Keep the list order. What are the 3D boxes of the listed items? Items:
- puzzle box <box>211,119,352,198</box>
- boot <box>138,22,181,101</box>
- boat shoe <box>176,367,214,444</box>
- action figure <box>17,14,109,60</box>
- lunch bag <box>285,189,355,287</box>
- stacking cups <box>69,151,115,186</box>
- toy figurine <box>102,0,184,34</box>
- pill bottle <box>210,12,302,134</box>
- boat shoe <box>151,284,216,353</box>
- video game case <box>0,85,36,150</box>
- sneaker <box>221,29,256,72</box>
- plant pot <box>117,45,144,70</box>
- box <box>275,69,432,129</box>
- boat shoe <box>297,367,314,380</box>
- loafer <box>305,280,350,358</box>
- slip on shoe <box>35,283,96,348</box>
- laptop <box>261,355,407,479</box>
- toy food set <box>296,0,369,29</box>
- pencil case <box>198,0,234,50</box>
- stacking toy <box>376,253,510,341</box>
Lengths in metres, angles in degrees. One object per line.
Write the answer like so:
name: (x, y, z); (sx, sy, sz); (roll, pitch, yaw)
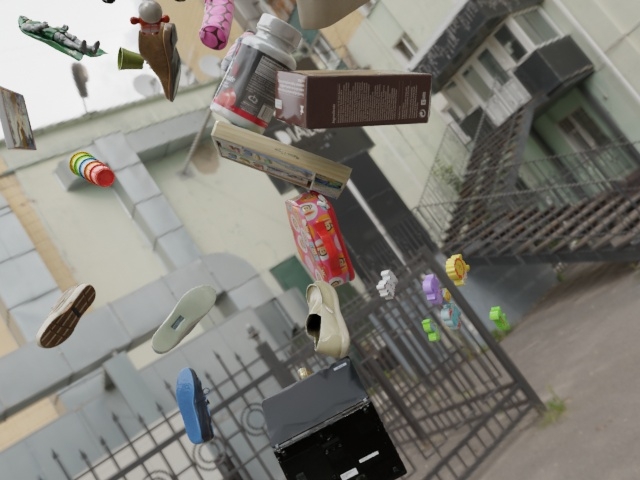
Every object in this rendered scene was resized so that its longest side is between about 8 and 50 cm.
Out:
puzzle box: (-0.118, -0.235, 1.781); (0.272, 0.409, 0.052); (126, 163, -84)
boot: (-0.536, -0.600, 1.992); (0.115, 0.112, 0.305); (7, -37, -2)
boat shoe: (-0.426, 0.562, 2.013); (0.109, 0.258, 0.089); (-27, -26, 29)
action figure: (-0.669, -0.516, 1.487); (0.137, 0.232, 0.063); (-36, -33, -66)
lunch bag: (0.000, 0.000, 1.815); (0.120, 0.293, 0.258); (-22, 17, -11)
stacking cups: (-0.779, -0.240, 2.052); (0.096, 0.096, 0.316); (-30, 31, -27)
toy figurine: (-0.456, -0.668, 1.534); (0.209, 0.213, 0.148); (-53, 12, -12)
pill bottle: (-0.180, -0.488, 1.743); (0.318, 0.176, 0.176); (-62, -14, 8)
boat shoe: (-0.370, 0.211, 1.588); (0.227, 0.079, 0.081); (-50, 3, -28)
video game case: (-1.038, -0.409, 2.020); (0.025, 0.204, 0.285); (-11, 9, -10)
sneaker: (-0.271, -0.652, 2.052); (0.319, 0.112, 0.131); (-99, 28, -61)
plant pot: (-0.654, -0.622, 2.046); (0.079, 0.083, 0.083); (1, -28, -31)
box: (0.087, -0.384, 1.587); (0.381, 0.143, 0.191); (-11, 23, -27)
boat shoe: (0.000, 0.420, 1.719); (0.072, 0.068, 0.190); (-25, -47, 9)
loafer: (0.002, 0.202, 1.584); (0.092, 0.268, 0.102); (4, -58, -22)
slip on shoe: (-0.427, 0.122, 0.979); (0.041, 0.051, 0.135); (3, 44, 21)
laptop: (0.021, 0.427, 1.301); (0.234, 0.264, 0.136); (-27, -8, -2)
toy food set: (0.036, -0.647, 1.370); (0.306, 0.092, 0.219); (-46, -38, -36)
pencil case: (-0.330, -0.691, 1.873); (0.098, 0.209, 0.095); (19, -45, -22)
stacking toy: (0.230, 0.121, 1.112); (0.167, 0.221, 0.052); (-16, 39, 38)
